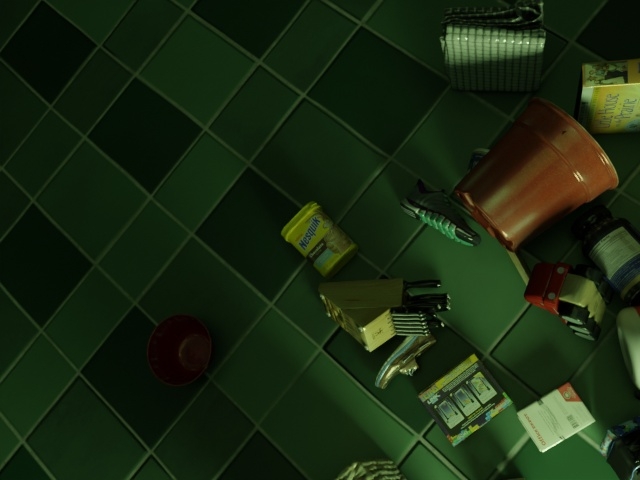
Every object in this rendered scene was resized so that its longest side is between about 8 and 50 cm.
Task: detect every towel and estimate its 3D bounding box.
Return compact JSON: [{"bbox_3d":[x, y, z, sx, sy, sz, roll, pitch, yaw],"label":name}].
[{"bbox_3d":[0.413,-0.460,1.634,0.235,0.284,0.121,7,78,18],"label":"towel"}]

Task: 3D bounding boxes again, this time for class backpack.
[{"bbox_3d":[0.685,0.422,1.409,0.173,0.158,0.117,-24,52,-4],"label":"backpack"}]

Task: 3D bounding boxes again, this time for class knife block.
[{"bbox_3d":[0.163,0.143,1.660,0.242,0.088,0.276,-33,40,-19],"label":"knife block"}]

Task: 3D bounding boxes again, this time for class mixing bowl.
[{"bbox_3d":[-0.346,0.286,1.785,0.181,0.098,0.181,-4,76,15],"label":"mixing bowl"}]

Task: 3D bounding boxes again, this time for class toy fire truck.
[{"bbox_3d":[0.502,0.095,1.522,0.246,0.217,0.158,16,79,35],"label":"toy fire truck"}]

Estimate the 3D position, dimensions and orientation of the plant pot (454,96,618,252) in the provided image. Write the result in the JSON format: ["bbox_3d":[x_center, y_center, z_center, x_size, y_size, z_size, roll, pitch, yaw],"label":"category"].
[{"bbox_3d":[0.464,-0.131,1.544,0.265,0.272,0.272,-41,69,5],"label":"plant pot"}]

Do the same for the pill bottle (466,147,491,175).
[{"bbox_3d":[0.392,-0.159,1.682,0.067,0.067,0.120,13,81,20],"label":"pill bottle"}]

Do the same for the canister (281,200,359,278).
[{"bbox_3d":[0.000,0.000,1.762,0.126,0.073,0.170,-46,70,3],"label":"canister"}]

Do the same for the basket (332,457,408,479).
[{"bbox_3d":[0.084,0.658,1.441,0.328,0.331,0.266,-43,67,3],"label":"basket"}]

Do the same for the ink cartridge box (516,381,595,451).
[{"bbox_3d":[0.516,0.389,1.516,0.135,0.056,0.099,-33,69,7],"label":"ink cartridge box"}]

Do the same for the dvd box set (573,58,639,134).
[{"bbox_3d":[0.773,-0.311,1.475,0.420,0.307,0.062,0,79,16],"label":"dvd box set"}]

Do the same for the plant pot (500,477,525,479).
[{"bbox_3d":[0.414,0.570,1.484,0.109,0.109,0.096,-13,61,14],"label":"plant pot"}]

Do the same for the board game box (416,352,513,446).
[{"bbox_3d":[0.332,0.366,1.584,0.170,0.048,0.141,-38,67,6],"label":"board game box"}]

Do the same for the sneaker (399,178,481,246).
[{"bbox_3d":[0.307,-0.073,1.682,0.224,0.083,0.098,31,83,22],"label":"sneaker"}]

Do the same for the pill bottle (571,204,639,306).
[{"bbox_3d":[0.660,0.028,1.516,0.123,0.123,0.219,-35,56,6],"label":"pill bottle"}]

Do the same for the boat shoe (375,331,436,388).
[{"bbox_3d":[0.203,0.286,1.633,0.066,0.066,0.183,38,90,20],"label":"boat shoe"}]

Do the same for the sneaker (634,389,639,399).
[{"bbox_3d":[0.759,0.359,1.452,0.170,0.051,0.089,-2,72,13],"label":"sneaker"}]

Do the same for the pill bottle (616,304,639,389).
[{"bbox_3d":[0.795,0.199,1.411,0.323,0.181,0.181,-13,73,14],"label":"pill bottle"}]
